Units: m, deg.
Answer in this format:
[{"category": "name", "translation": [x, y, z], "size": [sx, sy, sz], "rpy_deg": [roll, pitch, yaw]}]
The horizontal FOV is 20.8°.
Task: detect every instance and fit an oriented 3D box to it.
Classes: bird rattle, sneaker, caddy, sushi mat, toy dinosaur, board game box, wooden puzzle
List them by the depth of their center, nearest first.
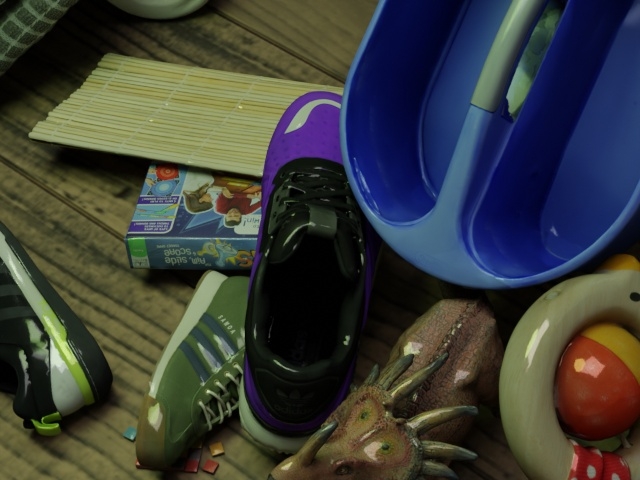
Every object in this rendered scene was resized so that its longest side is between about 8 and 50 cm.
[{"category": "bird rattle", "translation": [0.196, 0.128, 1.224], "size": [0.253, 0.207, 0.143], "rpy_deg": [-35, 15, -18]}, {"category": "toy dinosaur", "translation": [0.076, 0.109, 1.243], "size": [0.127, 0.200, 0.295], "rpy_deg": [13, 55, 18]}, {"category": "caddy", "translation": [0.158, -0.129, 1.259], "size": [0.241, 0.179, 0.341], "rpy_deg": [26, 98, 22]}, {"category": "sneaker", "translation": [0.001, 0.000, 1.299], "size": [0.102, 0.146, 0.293], "rpy_deg": [5, 64, 0]}, {"category": "sneaker", "translation": [-0.073, 0.099, 1.353], "size": [0.086, 0.064, 0.192], "rpy_deg": [7, 45, 16]}, {"category": "wooden puzzle", "translation": [-0.115, 0.157, 1.357], "size": [0.083, 0.006, 0.049], "rpy_deg": [3, 53, 10]}, {"category": "sneaker", "translation": [-0.262, 0.062, 1.403], "size": [0.097, 0.084, 0.235], "rpy_deg": [-34, 55, -16]}, {"category": "board game box", "translation": [-0.051, -0.031, 1.460], "size": [0.201, 0.035, 0.136], "rpy_deg": [1, 40, 10]}, {"category": "sushi mat", "translation": [-0.083, -0.106, 1.515], "size": [0.316, 0.019, 0.151], "rpy_deg": [10, 40, 20]}]

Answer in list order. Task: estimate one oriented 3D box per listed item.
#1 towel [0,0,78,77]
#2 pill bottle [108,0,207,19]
[{"category": "towel", "translation": [-0.305, -0.282, 1.604], "size": [0.235, 0.121, 0.283], "rpy_deg": [-41, 43, 24]}, {"category": "pill bottle", "translation": [-0.149, -0.330, 1.669], "size": [0.124, 0.124, 0.221], "rpy_deg": [-3, 51, 6]}]
